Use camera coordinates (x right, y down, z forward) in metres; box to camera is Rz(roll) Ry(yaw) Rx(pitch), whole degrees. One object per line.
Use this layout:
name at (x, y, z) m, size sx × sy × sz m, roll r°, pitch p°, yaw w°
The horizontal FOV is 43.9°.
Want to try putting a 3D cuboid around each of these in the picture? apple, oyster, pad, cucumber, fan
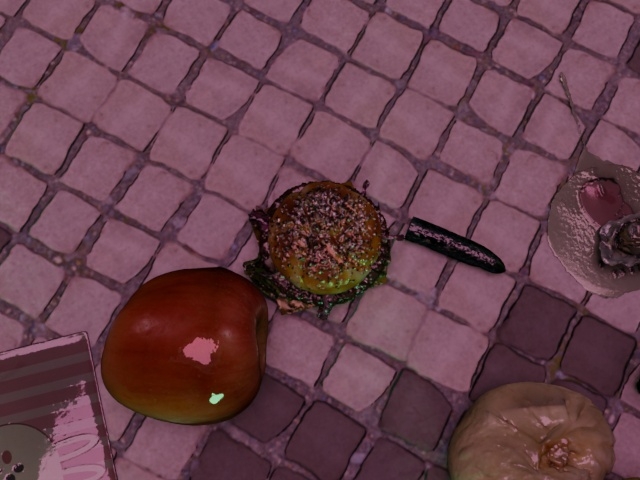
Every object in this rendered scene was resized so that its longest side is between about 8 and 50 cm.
apple at (-0.151, 0.122, 0.887) m, size 0.199 × 0.199 × 0.199 m, roll 0°, pitch 76°, yaw -2°
oyster at (0.403, -0.001, 0.999) m, size 0.100 × 0.037 × 0.098 m, roll 9°, pitch 59°, yaw 19°
pad at (-0.340, 0.273, 0.922) m, size 0.202 × 0.005 × 0.300 m, roll -14°, pitch 77°, yaw -5°
cucumber at (0.171, 0.009, 0.991) m, size 0.133 × 0.032 × 0.032 m, roll 23°, pitch 76°, yaw 5°
fan at (0.360, -0.081, 1.030) m, size 0.182 × 0.010 × 0.310 m, roll -15°, pitch 78°, yaw -5°

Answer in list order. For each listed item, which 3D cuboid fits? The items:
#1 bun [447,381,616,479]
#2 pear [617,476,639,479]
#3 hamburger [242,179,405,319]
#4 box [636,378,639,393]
bun at (0.240, 0.242, 0.895) m, size 0.188 × 0.111 × 0.164 m, roll 3°, pitch 73°, yaw 2°
pear at (0.341, 0.382, 0.767) m, size 0.309 × 0.309 × 0.309 m, roll 0°, pitch 76°, yaw -2°
hamburger at (-0.002, 0.003, 0.956) m, size 0.189 × 0.093 × 0.164 m, roll -30°, pitch 79°, yaw -7°
box at (0.536, 0.230, 0.856) m, size 0.350 × 0.211 × 0.058 m, roll 33°, pitch 79°, yaw 7°
